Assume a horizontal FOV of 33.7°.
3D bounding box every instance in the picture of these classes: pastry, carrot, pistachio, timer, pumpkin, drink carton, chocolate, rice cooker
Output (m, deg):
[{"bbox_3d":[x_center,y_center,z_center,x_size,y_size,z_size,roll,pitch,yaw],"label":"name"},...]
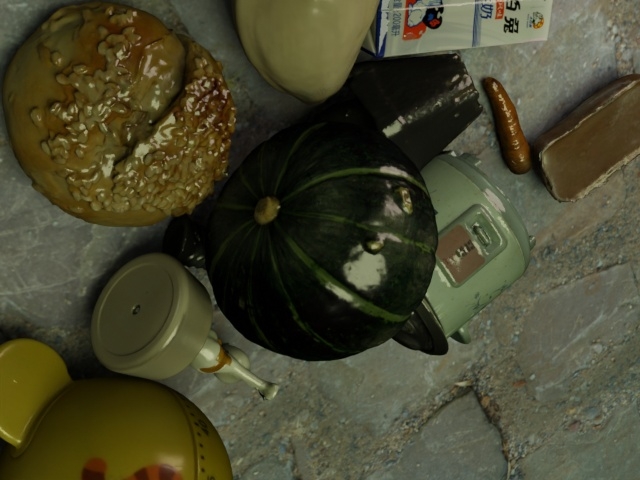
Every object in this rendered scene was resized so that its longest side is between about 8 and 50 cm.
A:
[{"bbox_3d":[-0.243,-0.145,1.352,0.284,0.184,0.316,-47,127,-1],"label":"pastry"},{"bbox_3d":[0.308,-0.189,1.738,0.047,0.047,0.191,-34,125,-12],"label":"carrot"},{"bbox_3d":[-0.017,-0.327,1.392,0.226,0.208,0.331,-31,137,-38],"label":"pistachio"},{"bbox_3d":[-0.320,0.343,1.450,0.387,0.376,0.376,22,101,-41],"label":"timer"},{"bbox_3d":[0.000,0.000,1.392,0.241,0.323,0.323,18,104,-49],"label":"pumpkin"},{"bbox_3d":[-0.179,0.149,1.528,0.175,0.175,0.266,-51,136,1],"label":"timer"},{"bbox_3d":[0.194,-0.351,1.554,0.315,0.106,0.130,-10,119,-26],"label":"drink carton"},{"bbox_3d":[0.469,-0.184,1.810,0.261,0.083,0.161,-35,130,-5],"label":"chocolate"},{"bbox_3d":[0.155,0.026,1.623,0.317,0.264,0.316,-1,94,-18],"label":"rice cooker"}]

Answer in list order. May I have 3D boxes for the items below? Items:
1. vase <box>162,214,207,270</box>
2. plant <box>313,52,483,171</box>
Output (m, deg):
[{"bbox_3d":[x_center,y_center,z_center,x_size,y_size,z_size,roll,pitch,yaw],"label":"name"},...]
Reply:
[{"bbox_3d":[-0.114,0.028,1.569,0.237,0.115,0.115,17,104,-30],"label":"vase"},{"bbox_3d":[0.103,-0.178,1.535,0.256,0.164,0.142,-28,141,4],"label":"plant"}]
